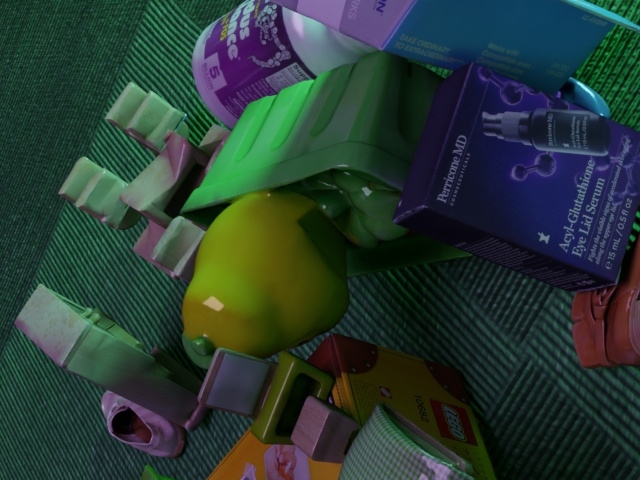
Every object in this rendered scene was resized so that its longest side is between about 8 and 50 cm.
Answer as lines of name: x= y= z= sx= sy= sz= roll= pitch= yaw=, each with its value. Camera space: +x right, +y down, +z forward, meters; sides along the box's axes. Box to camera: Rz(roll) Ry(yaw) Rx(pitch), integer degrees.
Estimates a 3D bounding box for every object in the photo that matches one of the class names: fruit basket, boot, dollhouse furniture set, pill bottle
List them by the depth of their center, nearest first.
dollhouse furniture set: x=-0.027 y=0.226 z=1.099 sx=0.301 sy=0.151 sz=0.198 roll=27 pitch=96 yaw=60
boot: x=0.305 y=0.028 z=1.170 sx=0.152 sy=0.073 sz=0.197 roll=-37 pitch=35 yaw=62
fruit basket: x=0.000 y=0.000 z=1.345 sx=0.392 sy=0.283 sz=0.392 roll=-36 pitch=42 yaw=41
pill bottle: x=-0.016 y=-0.255 z=1.517 sx=0.301 sy=0.169 sz=0.169 roll=-21 pitch=68 yaw=46
dollhouse furniture set: x=-0.201 y=0.032 z=1.707 sx=0.362 sy=0.256 sz=0.394 roll=28 pitch=84 yaw=48

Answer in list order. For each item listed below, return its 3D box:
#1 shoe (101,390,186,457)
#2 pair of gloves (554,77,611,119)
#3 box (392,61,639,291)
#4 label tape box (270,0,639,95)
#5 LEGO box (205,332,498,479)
shoe: x=-0.285 y=0.272 z=1.831 sx=0.219 sy=0.058 sz=0.077 roll=19 pitch=98 yaw=50
pair of gloves: x=0.234 y=-0.121 z=1.314 sx=0.198 sy=0.023 sz=0.159 roll=-27 pitch=65 yaw=45
box: x=0.196 y=-0.057 z=1.157 sx=0.108 sy=0.207 sz=0.153 roll=150 pitch=139 yaw=-75
label tape box: x=0.129 y=-0.228 z=1.195 sx=0.347 sy=0.249 sz=0.115 roll=37 pitch=112 yaw=47
LEGO box: x=0.033 y=0.412 z=1.244 sx=0.372 sy=0.193 sz=0.500 roll=-52 pitch=35 yaw=31
